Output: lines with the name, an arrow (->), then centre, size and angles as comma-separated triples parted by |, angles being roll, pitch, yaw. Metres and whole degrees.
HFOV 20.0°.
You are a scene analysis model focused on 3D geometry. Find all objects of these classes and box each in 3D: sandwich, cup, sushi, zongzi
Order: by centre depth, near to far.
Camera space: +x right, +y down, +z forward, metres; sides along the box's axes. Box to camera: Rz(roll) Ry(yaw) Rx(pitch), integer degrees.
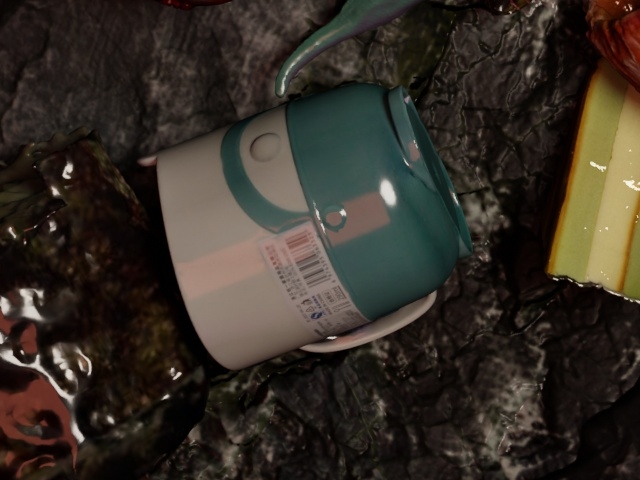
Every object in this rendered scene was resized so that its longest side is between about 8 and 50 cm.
zongzi -> 0.192, -0.241, 1.662 | 0.074, 0.067, 0.083 | 13, 93, 6
sandwich -> 0.283, -0.060, 1.674 | 0.117, 0.144, 0.187 | 15, 111, -4
sushi -> -0.281, 0.080, 1.682 | 0.299, 0.281, 0.294 | -11, 115, 40
cup -> 0.000, 0.000, 1.692 | 0.258, 0.219, 0.289 | -20, 138, 10

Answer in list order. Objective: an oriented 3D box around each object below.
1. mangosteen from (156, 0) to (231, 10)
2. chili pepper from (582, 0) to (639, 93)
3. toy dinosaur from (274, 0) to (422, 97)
mangosteen -> -0.108, -0.293, 1.609 | 0.166, 0.180, 0.166 | -1, 138, -1
chili pepper -> 0.405, -0.194, 1.576 | 0.305, 0.229, 0.251 | 30, 126, -8
toy dinosaur -> 0.147, -0.293, 1.631 | 0.331, 0.129, 0.383 | 6, 112, -8
